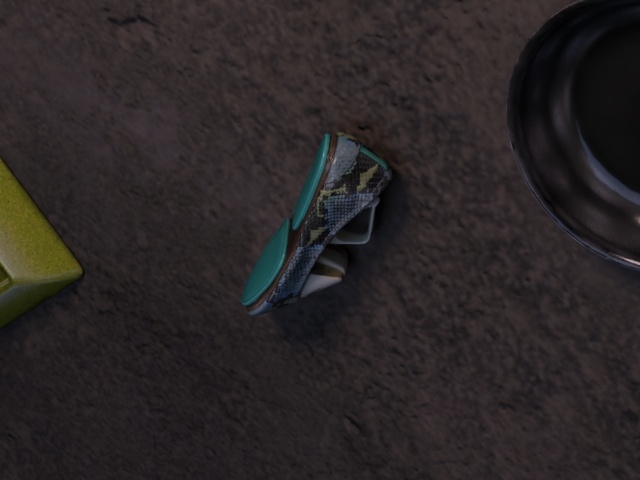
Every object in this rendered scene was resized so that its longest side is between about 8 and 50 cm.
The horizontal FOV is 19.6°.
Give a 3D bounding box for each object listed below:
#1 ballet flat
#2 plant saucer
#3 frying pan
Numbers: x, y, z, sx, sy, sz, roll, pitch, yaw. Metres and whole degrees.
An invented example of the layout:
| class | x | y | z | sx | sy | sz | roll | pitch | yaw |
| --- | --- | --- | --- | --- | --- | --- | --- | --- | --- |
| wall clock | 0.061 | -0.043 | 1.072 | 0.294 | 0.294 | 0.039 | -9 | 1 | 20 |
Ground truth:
| class | x | y | z | sx | sy | sz | roll | pitch | yaw |
| --- | --- | --- | --- | --- | --- | --- | --- | --- | --- |
| ballet flat | 0.000 | 0.000 | 1.359 | 0.070 | 0.070 | 0.188 | 39 | 137 | 8 |
| plant saucer | -0.320 | -0.004 | 1.586 | 0.188 | 0.045 | 0.188 | -30 | 98 | 43 |
| frying pan | 0.267 | -0.064 | 1.135 | 0.326 | 0.053 | 0.197 | 5 | 120 | 30 |
